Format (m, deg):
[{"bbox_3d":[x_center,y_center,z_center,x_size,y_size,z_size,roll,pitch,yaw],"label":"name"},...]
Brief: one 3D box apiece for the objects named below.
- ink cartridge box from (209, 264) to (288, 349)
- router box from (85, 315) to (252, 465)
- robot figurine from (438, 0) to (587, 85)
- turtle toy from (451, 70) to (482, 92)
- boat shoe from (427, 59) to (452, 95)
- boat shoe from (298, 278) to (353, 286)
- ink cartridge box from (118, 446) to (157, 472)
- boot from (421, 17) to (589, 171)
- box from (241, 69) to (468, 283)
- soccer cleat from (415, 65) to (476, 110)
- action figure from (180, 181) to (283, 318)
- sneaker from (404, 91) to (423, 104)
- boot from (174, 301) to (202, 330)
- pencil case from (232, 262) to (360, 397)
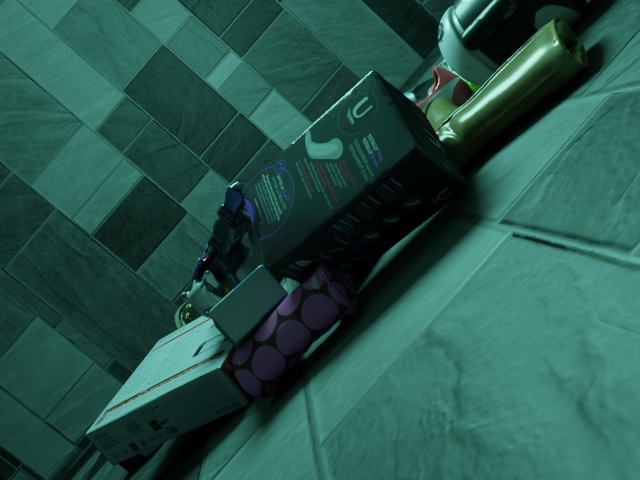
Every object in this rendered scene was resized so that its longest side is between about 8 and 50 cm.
[{"bbox_3d":[-0.107,0.110,1.034,0.104,0.060,0.180,-43,-8,-13],"label":"ink cartridge box"},{"bbox_3d":[-0.230,0.236,1.257,0.335,0.082,0.301,-29,15,26],"label":"router box"},{"bbox_3d":[0.323,-0.388,1.133,0.278,0.209,0.174,-42,48,40],"label":"robot figurine"},{"bbox_3d":[0.298,-0.332,1.347,0.095,0.066,0.130,-45,42,23],"label":"turtle toy"},{"bbox_3d":[0.328,-0.398,1.438,0.118,0.103,0.320,-53,9,-32],"label":"boat shoe"},{"bbox_3d":[0.028,0.017,1.111,0.335,0.095,0.112,-51,8,-13],"label":"boat shoe"},{"bbox_3d":[-0.372,0.395,1.650,0.165,0.065,0.333,-45,10,29],"label":"ink cartridge box"},{"bbox_3d":[0.263,-0.218,1.002,0.269,0.089,0.236,-45,21,36],"label":"boot"},{"bbox_3d":[0.042,-0.074,0.962,0.270,0.143,0.165,-39,52,23],"label":"box"},{"bbox_3d":[0.157,-0.176,1.255,0.318,0.116,0.108,-48,7,6],"label":"soccer cleat"},{"bbox_3d":[-0.090,0.016,1.167,0.330,0.178,0.341,-37,-12,-24],"label":"action figure"},{"bbox_3d":[0.228,-0.340,1.913,0.083,0.071,0.191,-61,5,-33],"label":"sneaker"},{"bbox_3d":[-0.317,0.195,2.053,0.284,0.138,0.377,-49,11,9],"label":"boot"},{"bbox_3d":[-0.032,0.127,0.954,0.209,0.098,0.095,-45,48,20],"label":"pencil case"}]
